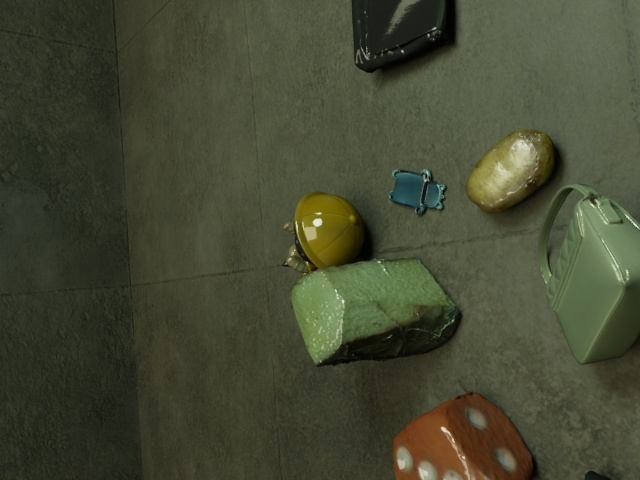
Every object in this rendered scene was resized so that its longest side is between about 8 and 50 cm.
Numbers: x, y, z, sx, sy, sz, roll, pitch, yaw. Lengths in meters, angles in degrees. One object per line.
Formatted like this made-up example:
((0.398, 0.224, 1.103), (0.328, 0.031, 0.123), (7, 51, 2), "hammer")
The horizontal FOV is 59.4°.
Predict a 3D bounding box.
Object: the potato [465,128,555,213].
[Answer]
((0.321, -0.116, 0.952), (0.170, 0.080, 0.107), (-49, 55, 33), "potato")

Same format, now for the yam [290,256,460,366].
((0.089, 0.148, 1.095), (0.202, 0.271, 0.202), (59, 133, 39), "yam")

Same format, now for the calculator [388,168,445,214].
((0.197, -0.102, 1.148), (0.141, 0.019, 0.094), (22, 108, 46), "calculator")

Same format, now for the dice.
((0.245, 0.382, 0.985), (0.174, 0.174, 0.179), (-53, 49, 37), "dice")

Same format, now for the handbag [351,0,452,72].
((0.166, -0.483, 1.137), (0.223, 0.080, 0.247), (-7, 83, 43), "handbag")

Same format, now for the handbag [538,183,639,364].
((0.385, 0.037, 0.812), (0.256, 0.079, 0.219), (81, 176, -52), "handbag")

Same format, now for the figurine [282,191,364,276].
((0.005, -0.001, 1.274), (0.257, 0.167, 0.193), (125, 128, -65), "figurine")

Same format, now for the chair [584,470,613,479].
((0.462, 0.412, 0.772), (0.095, 0.104, 0.221), (-52, 32, -15), "chair")
